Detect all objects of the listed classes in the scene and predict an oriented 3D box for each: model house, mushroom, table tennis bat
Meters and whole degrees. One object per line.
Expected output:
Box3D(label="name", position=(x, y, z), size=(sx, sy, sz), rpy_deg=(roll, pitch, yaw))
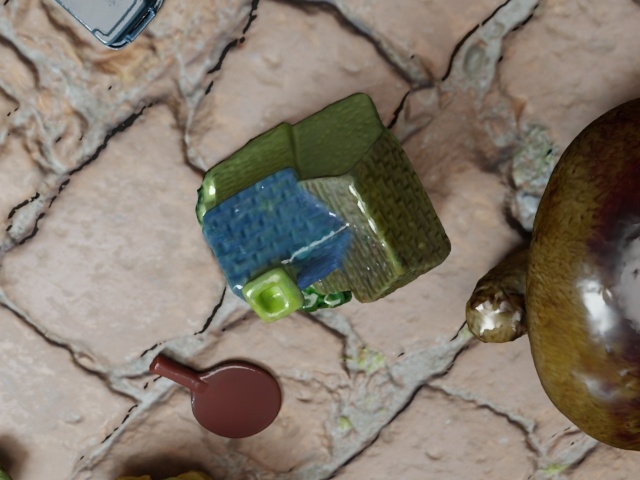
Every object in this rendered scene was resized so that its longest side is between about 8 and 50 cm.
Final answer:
Box3D(label="model house", position=(0.000, 0.000, 0.714), size=(0.214, 0.189, 0.195), rpy_deg=(-25, 109, 4))
Box3D(label="mushroom", position=(0.338, 0.042, 0.749), size=(0.345, 0.239, 0.345), rpy_deg=(-14, 134, -15))
Box3D(label="table tennis bat", position=(-0.115, 0.166, 0.859), size=(0.154, 0.019, 0.098), rpy_deg=(29, 107, -18))

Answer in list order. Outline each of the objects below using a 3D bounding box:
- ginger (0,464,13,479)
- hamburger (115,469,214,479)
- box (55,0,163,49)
Box3D(label="ginger", position=(-0.476, 0.262, 0.832), size=(0.289, 0.089, 0.137), rpy_deg=(5, 129, -2))
Box3D(label="hamburger", position=(-0.177, 0.365, 0.863), size=(0.237, 0.149, 0.237), rpy_deg=(0, 103, -2))
Box3D(label="box", position=(-0.194, -0.219, 0.680), size=(0.099, 0.054, 0.074), rpy_deg=(41, 101, -17))
